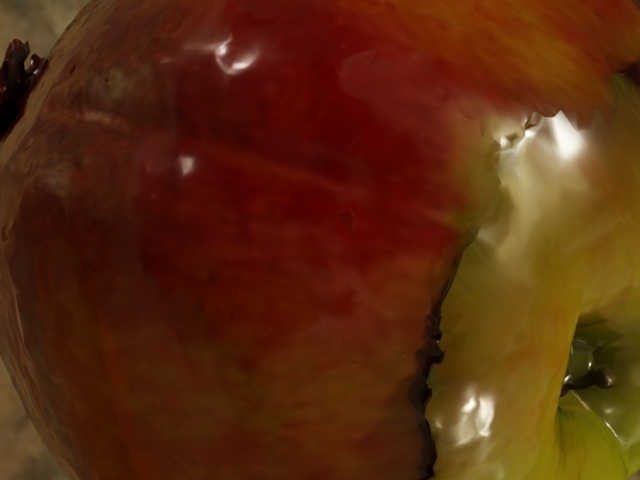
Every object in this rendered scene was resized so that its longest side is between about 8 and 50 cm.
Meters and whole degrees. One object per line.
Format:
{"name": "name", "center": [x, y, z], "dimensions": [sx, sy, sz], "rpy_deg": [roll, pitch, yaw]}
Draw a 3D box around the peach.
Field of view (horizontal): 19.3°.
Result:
{"name": "peach", "center": [0.000, 0.000, 0.874], "dimensions": [0.370, 0.370, 0.370], "rpy_deg": [34, -33, 26]}
